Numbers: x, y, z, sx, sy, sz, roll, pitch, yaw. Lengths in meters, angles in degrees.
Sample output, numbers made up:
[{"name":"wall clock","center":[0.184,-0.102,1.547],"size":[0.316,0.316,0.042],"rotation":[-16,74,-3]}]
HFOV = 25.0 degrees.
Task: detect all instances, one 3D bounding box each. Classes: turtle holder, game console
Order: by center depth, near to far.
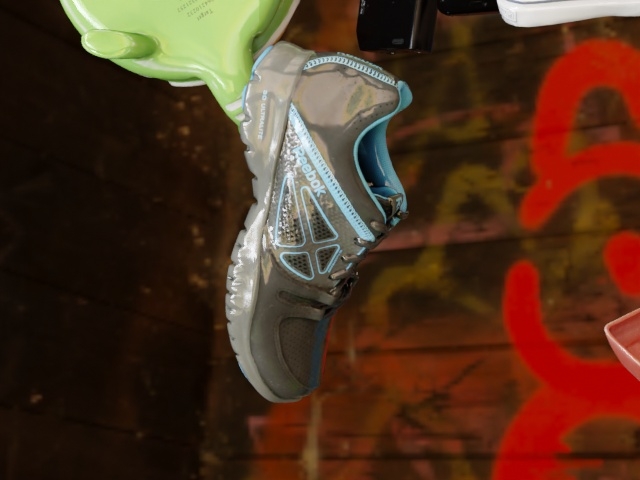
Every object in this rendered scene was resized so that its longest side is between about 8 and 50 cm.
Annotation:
[{"name":"turtle holder","center":[-0.110,-0.260,1.439],"size":[0.243,0.320,0.227],"rotation":[-57,-12,4]},{"name":"game console","center":[0.166,-0.337,1.749],"size":[0.044,0.361,0.213],"rotation":[6,-89,-34]}]

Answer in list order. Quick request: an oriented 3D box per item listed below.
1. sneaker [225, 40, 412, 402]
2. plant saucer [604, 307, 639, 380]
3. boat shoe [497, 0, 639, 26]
[{"name":"sneaker","center":[0.000,0.000,1.279],"size":[0.125,0.140,0.340],"rotation":[-48,-35,-60]},{"name":"plant saucer","center":[0.484,0.159,1.651],"size":[0.259,0.258,0.047],"rotation":[-21,-35,-37]},{"name":"boat shoe","center":[0.261,-0.235,1.215],"size":[0.083,0.226,0.075],"rotation":[-111,10,-53]}]
